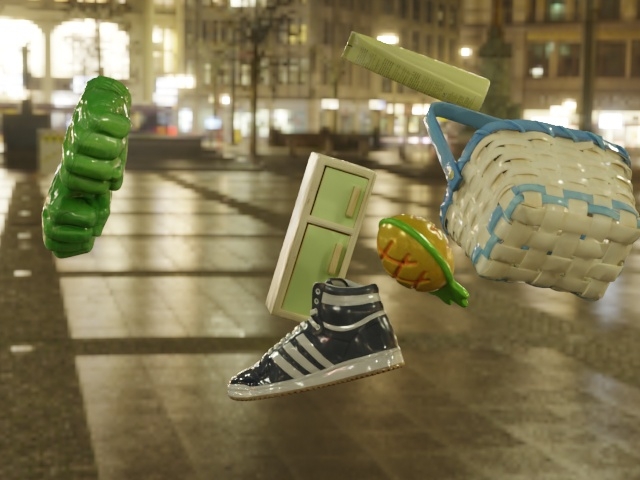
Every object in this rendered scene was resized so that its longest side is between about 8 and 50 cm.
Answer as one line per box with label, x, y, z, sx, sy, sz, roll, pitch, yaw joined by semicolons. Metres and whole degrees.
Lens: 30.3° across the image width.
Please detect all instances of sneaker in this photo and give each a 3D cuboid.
sneaker;-0.022;0.144;1.753;0.282;0.153;0.099;-15;-4;22

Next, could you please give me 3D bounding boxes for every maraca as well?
maraca;0.155;0.034;1.781;0.099;0.186;0.127;-46;21;-14

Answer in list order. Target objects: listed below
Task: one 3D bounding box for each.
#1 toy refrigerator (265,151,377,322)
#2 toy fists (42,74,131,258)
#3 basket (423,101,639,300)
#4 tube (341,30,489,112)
toy refrigerator;0.000;0.000;1.938;0.102;0.270;0.094;17;5;-11
toy fists;-0.330;-0.091;1.675;0.096;0.279;0.142;20;40;-12
basket;0.269;-0.069;1.527;0.254;0.201;0.289;12;40;-14
tube;0.154;-0.276;1.914;0.240;0.070;0.062;20;29;-2
